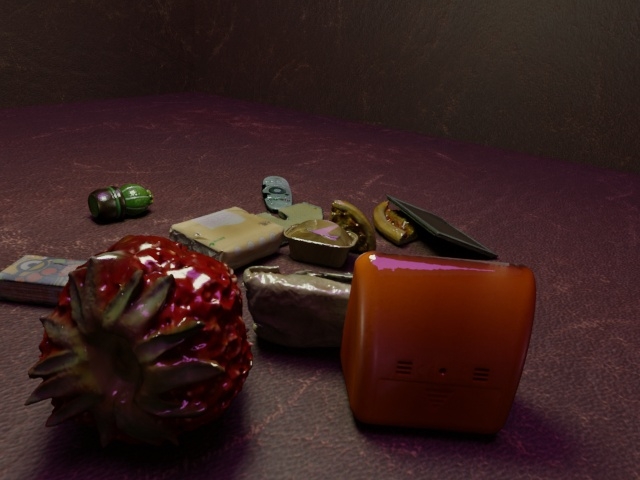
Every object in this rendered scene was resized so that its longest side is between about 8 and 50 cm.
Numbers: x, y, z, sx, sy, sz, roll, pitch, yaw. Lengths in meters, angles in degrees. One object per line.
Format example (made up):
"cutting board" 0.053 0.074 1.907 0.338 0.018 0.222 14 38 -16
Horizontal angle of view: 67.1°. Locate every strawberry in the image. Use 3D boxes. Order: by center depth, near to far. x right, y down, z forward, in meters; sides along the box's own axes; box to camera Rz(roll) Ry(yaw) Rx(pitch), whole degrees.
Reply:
"strawberry" -0.211 0.124 0.700 0.292 0.292 0.343 10 10 10

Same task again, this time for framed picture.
"framed picture" 0.334 -0.042 1.368 0.231 0.018 0.293 18 17 -27

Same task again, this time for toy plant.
"toy plant" -0.538 -0.106 1.315 0.092 0.093 0.162 25 28 37

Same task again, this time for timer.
"timer" 0.167 0.141 0.716 0.257 0.250 0.161 5 24 -1

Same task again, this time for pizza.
"pizza" 0.069 -0.018 1.243 0.175 0.134 0.046 42 30 -13
"pizza" 0.219 -0.056 1.414 0.134 0.056 0.271 8 23 5

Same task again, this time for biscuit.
"biscuit" -0.084 -0.053 1.349 0.147 0.046 0.250 22 29 35

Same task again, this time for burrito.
"burrito" 0.038 0.122 0.835 0.347 0.175 0.107 6 49 -2

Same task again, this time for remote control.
"remote control" -0.142 -0.149 1.558 0.097 0.045 0.256 1 27 -8

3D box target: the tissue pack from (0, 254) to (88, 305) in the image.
"tissue pack" -0.531 0.076 0.940 0.148 0.060 0.109 6 25 2

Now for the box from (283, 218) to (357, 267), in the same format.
"box" 0.000 0.000 1.180 0.177 0.111 0.111 11 24 11

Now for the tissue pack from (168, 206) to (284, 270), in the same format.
"tissue pack" -0.221 -0.004 1.153 0.186 0.090 0.222 23 29 30
